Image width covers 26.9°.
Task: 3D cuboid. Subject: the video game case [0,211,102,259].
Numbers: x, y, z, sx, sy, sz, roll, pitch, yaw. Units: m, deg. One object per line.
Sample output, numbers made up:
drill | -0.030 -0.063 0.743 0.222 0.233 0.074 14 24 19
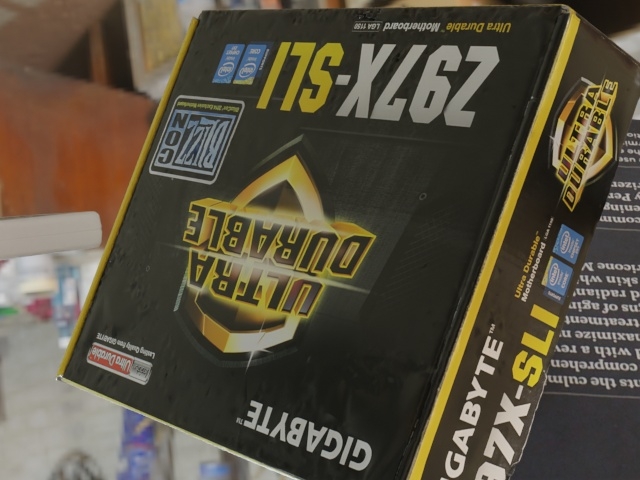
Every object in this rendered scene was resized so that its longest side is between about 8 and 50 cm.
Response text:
video game case | -0.236 0.006 0.659 0.173 0.022 0.190 -2 -176 37

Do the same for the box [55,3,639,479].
box | 0.000 0.000 0.747 0.079 0.257 0.322 28 170 -38

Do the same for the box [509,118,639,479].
box | 0.180 0.229 1.028 0.297 0.472 0.480 3 131 2
